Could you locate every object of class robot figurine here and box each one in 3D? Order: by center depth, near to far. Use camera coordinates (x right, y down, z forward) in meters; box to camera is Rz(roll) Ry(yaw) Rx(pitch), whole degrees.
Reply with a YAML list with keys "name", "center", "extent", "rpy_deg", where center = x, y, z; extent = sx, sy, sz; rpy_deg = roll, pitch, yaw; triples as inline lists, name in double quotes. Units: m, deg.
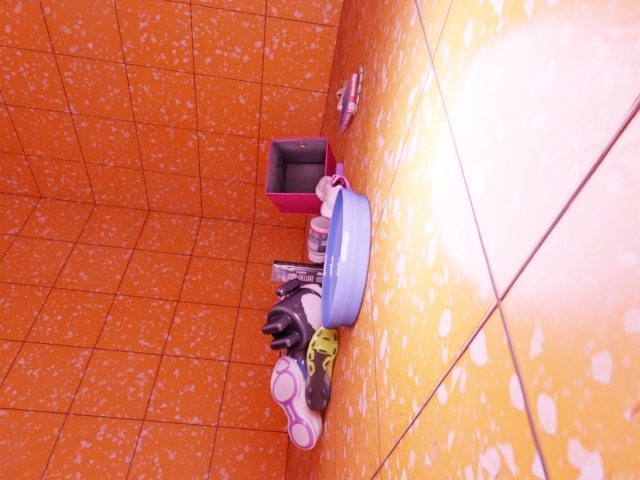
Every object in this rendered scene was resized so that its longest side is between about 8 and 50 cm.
- name: "robot figurine"
  center: [-0.063, 0.255, 1.584]
  extent: [0.278, 0.174, 0.208]
  rpy_deg: [-31, -45, -48]

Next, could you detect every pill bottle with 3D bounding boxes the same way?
- name: "pill bottle"
  center: [0.000, 0.000, 2.002]
  extent: [0.107, 0.108, 0.180]
  rpy_deg: [-90, 8, -55]

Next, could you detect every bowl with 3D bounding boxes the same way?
- name: "bowl"
  center: [0.066, 0.054, 1.316]
  extent: [0.391, 0.077, 0.390]
  rpy_deg: [-173, 90, -86]

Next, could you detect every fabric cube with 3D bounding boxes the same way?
- name: "fabric cube"
  center: [-0.074, -0.273, 2.062]
  extent: [0.258, 0.255, 0.258]
  rpy_deg: [52, -139, -70]

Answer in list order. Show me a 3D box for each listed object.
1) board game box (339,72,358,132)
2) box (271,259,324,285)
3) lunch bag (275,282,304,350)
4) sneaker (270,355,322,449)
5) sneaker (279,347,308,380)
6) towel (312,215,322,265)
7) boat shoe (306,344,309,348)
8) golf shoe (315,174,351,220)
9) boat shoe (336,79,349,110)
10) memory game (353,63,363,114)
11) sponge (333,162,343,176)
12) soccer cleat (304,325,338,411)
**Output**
- name: "board game box"
  center: [0.106, -0.523, 1.831]
  extent: [0.281, 0.027, 0.144]
  rpy_deg: [161, 117, -86]
- name: "box"
  center: [-0.098, 0.146, 2.167]
  extent: [0.307, 0.243, 0.076]
  rpy_deg: [-163, 80, -86]
- name: "lunch bag"
  center: [-0.103, 0.342, 2.004]
  extent: [0.258, 0.120, 0.292]
  rpy_deg: [65, -158, -59]
- name: "sneaker"
  center: [-0.076, 0.540, 1.616]
  extent: [0.152, 0.114, 0.304]
  rpy_deg: [3, -112, -68]
- name: "sneaker"
  center: [-0.047, 0.543, 1.722]
  extent: [0.130, 0.147, 0.329]
  rpy_deg: [-135, 32, -81]
- name: "towel"
  center: [-0.006, 0.041, 2.462]
  extent: [0.312, 0.056, 0.323]
  rpy_deg: [-85, 2, -60]
- name: "boat shoe"
  center: [-0.040, 0.442, 1.829]
  extent: [0.097, 0.117, 0.323]
  rpy_deg: [-146, 58, -81]
- name: "golf shoe"
  center: [0.058, -0.178, 1.675]
  extent: [0.306, 0.116, 0.140]
  rpy_deg: [-104, 31, -60]
- name: "boat shoe"
  center: [0.097, -0.623, 2.034]
  extent: [0.063, 0.059, 0.169]
  rpy_deg: [106, 170, -62]
- name: "memory game"
  center: [0.136, -0.558, 1.759]
  extent: [0.186, 0.012, 0.186]
  rpy_deg: [-174, 90, -86]
- name: "sponge"
  center: [0.066, -0.203, 1.965]
  extent: [0.117, 0.031, 0.209]
  rpy_deg: [106, 170, -62]
- name: "soccer cleat"
  center: [-0.001, 0.403, 1.537]
  extent: [0.121, 0.094, 0.288]
  rpy_deg: [-91, 9, -85]
